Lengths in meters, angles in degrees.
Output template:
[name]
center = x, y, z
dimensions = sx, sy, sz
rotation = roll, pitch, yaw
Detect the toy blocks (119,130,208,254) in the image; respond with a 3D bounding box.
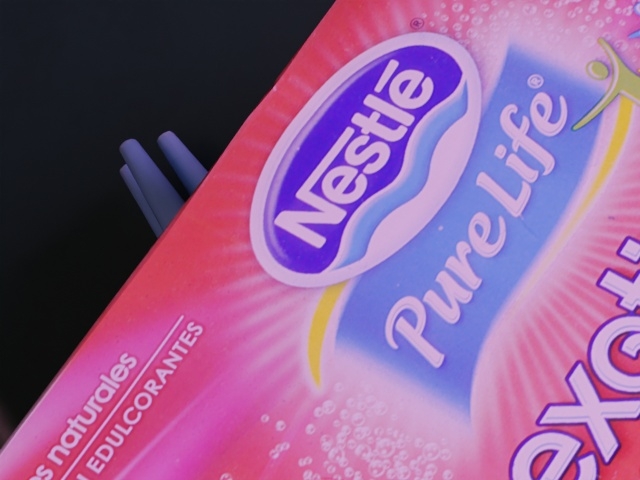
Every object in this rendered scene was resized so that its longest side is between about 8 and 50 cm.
[toy blocks]
center = 0.000, 0.000, 0.648
dimensions = 0.123, 0.054, 0.148
rotation = -44, 68, 19

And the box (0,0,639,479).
[box]
center = 0.051, 0.032, 0.498
dimensions = 0.142, 0.154, 0.300
rotation = 29, 74, 22
